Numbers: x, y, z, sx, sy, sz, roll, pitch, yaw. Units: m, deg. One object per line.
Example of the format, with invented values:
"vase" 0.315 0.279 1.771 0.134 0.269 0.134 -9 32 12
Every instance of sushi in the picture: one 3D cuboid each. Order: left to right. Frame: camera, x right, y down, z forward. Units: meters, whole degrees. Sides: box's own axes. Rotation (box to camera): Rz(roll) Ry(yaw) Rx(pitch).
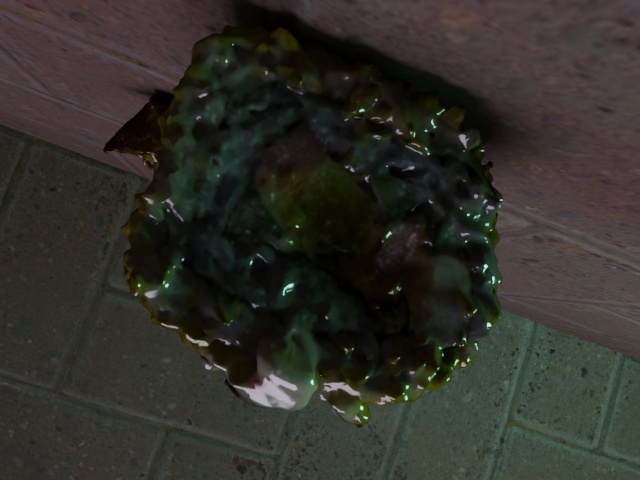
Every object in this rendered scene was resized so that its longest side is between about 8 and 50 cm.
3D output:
"sushi" -0.228 -0.140 0.866 0.296 0.179 0.166 23 178 -21
"sushi" 0.000 0.000 0.546 0.396 0.352 0.240 22 174 -9
